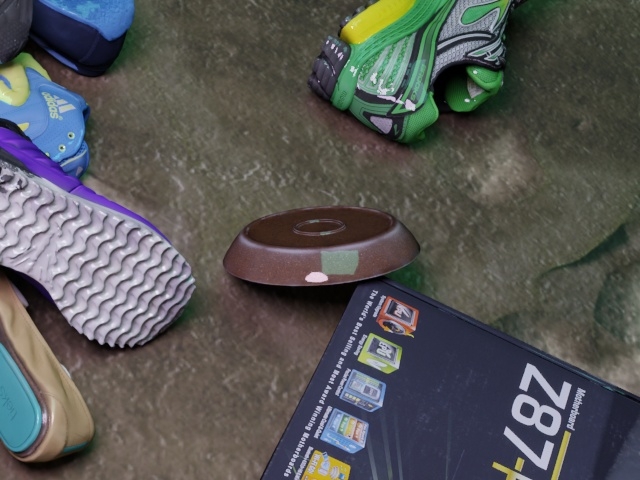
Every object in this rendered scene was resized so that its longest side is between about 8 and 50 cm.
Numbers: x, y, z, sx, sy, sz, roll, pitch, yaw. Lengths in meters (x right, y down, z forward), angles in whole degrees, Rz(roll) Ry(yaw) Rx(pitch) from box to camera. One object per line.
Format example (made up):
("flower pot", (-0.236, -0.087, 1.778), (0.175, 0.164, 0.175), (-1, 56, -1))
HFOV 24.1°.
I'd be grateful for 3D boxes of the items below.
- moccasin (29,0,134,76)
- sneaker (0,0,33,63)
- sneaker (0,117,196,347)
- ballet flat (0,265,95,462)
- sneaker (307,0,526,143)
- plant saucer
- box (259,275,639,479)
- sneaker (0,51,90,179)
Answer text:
("moccasin", (-0.327, -0.270, 1.412), (0.342, 0.117, 0.138), (44, 56, 15))
("sneaker", (-0.390, -0.236, 1.325), (0.330, 0.147, 0.130), (32, 42, 18))
("sneaker", (-0.220, -0.028, 1.164), (0.293, 0.102, 0.146), (35, 12, -41))
("ballet flat", (-0.247, 0.078, 1.153), (0.073, 0.080, 0.232), (10, 39, -53))
("sneaker", (0.141, -0.204, 1.535), (0.146, 0.134, 0.343), (42, 56, 10))
("plant saucer", (0.000, 0.000, 1.273), (0.168, 0.029, 0.168), (-4, 15, 1))
("box", (0.102, 0.232, 1.109), (0.318, 0.097, 0.395), (27, 43, 3))
("sneaker", (-0.266, -0.077, 1.263), (0.126, 0.091, 0.240), (24, 42, 0))
